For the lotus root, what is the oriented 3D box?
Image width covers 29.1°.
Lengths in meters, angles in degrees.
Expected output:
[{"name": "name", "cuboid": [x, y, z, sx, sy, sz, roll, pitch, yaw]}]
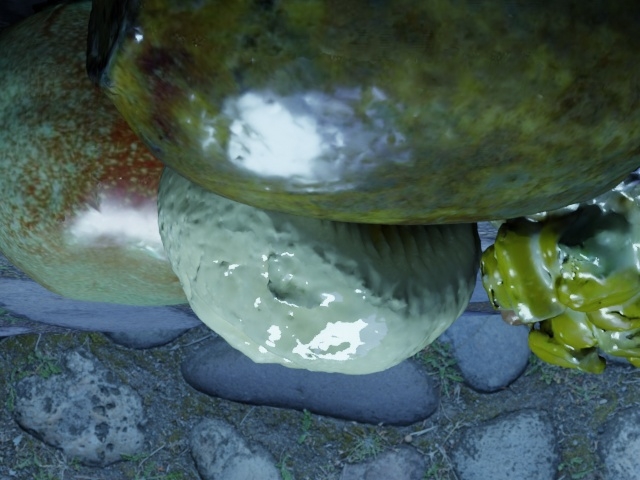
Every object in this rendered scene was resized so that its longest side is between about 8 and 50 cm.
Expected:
[{"name": "lotus root", "cuboid": [0.039, -0.132, 0.733, 0.346, 0.250, 0.250, 1, 168, -26]}]

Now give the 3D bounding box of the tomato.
[{"name": "tomato", "cuboid": [-0.152, -0.067, 1.039, 0.304, 0.238, 0.303, 1, 171, 0]}]

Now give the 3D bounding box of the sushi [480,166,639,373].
[{"name": "sushi", "cuboid": [0.296, -0.035, 1.118, 0.328, 0.285, 0.328, 0, 166, -2]}]

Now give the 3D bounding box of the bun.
[{"name": "bun", "cuboid": [0.000, 0.000, 0.858, 0.244, 0.243, 0.153, 5, 131, -26]}]
